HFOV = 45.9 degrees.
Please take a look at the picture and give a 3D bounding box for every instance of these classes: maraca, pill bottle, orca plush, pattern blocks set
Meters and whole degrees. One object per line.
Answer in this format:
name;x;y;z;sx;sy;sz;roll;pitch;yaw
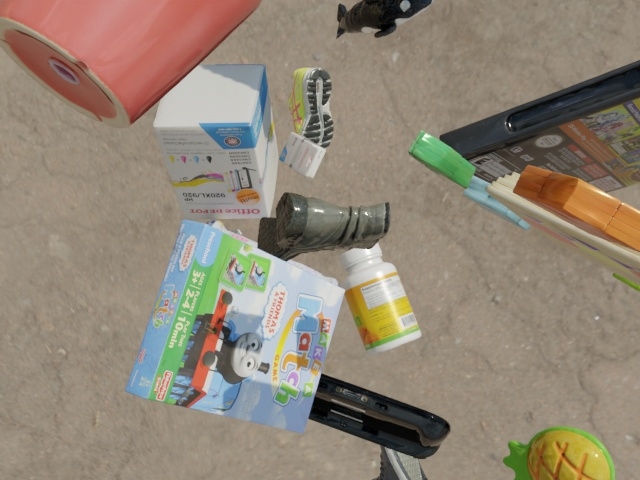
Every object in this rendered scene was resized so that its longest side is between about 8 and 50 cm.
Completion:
maraca;0.376;0.360;1.200;0.099;0.185;0.127;-11;79;-47
pill bottle;0.131;0.134;1.774;0.136;0.136;0.246;-19;81;-15
orca plush;0.116;-0.538;1.687;0.151;0.287;0.102;-52;123;-11
pattern blocks set;0.204;0.013;0.464;0.325;0.285;0.026;31;94;28

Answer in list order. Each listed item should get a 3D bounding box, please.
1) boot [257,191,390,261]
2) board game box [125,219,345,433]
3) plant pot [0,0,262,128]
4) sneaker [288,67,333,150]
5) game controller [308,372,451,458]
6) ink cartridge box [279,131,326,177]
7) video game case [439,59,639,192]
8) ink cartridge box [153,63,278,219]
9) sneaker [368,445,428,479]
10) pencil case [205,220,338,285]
boot;0.000;0.000;1.110;0.161;0.246;0.083;5;73;-18
board game box;-0.071;0.091;0.733;0.039;0.211;0.160;7;76;41
plant pot;-0.246;-0.290;0.923;0.275;0.275;0.243;31;74;3
sneaker;-0.028;-0.267;1.594;0.081;0.209;0.094;-12;29;-36
game controller;0.047;0.262;1.206;0.319;0.166;0.067;18;57;8
ink cartridge box;-0.023;-0.126;1.132;0.028;0.083;0.048;16;105;-38
video game case;0.285;-0.098;0.729;0.248;0.275;0.035;-18;73;31
ink cartridge box;-0.177;-0.173;1.359;0.171;0.233;0.168;0;50;6
sneaker;0.108;0.437;1.406;0.086;0.163;0.226;-38;108;-59
pencil case;-0.105;0.066;1.395;0.273;0.124;0.113;27;113;-2
